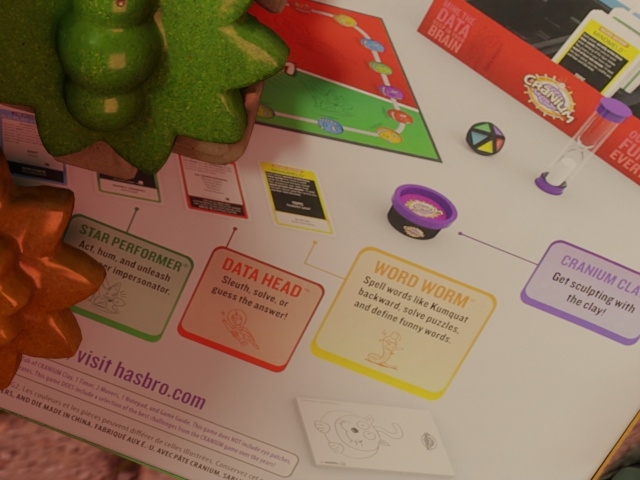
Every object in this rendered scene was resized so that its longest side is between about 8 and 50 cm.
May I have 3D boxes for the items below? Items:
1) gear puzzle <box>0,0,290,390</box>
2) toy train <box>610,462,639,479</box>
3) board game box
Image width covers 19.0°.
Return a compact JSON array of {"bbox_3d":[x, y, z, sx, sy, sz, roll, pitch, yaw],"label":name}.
[{"bbox_3d":[-0.086,-0.086,0.451,0.175,0.044,0.339,16,128,-2],"label":"gear puzzle"},{"bbox_3d":[0.248,0.214,1.052,0.334,0.142,0.190,6,122,-38],"label":"toy train"},{"bbox_3d":[0.014,-0.055,0.528,0.242,0.064,0.316,23,127,-7],"label":"board game box"}]
